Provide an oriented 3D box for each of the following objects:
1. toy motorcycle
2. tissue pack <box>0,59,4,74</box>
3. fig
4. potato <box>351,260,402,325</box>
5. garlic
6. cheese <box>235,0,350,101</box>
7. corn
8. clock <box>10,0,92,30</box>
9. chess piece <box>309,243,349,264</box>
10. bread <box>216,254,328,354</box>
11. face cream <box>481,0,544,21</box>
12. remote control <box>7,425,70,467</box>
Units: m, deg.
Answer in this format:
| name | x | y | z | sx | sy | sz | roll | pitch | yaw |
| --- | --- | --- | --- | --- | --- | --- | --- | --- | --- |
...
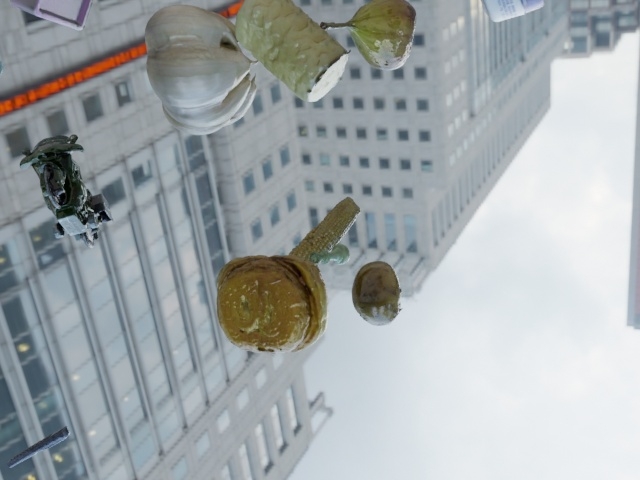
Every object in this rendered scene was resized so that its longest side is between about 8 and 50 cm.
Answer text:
| name | x | y | z | sx | sy | sz | roll | pitch | yaw |
| --- | --- | --- | --- | --- | --- | --- | --- | --- | --- |
| toy motorcycle | -0.498 | -0.100 | 1.654 | 0.124 | 0.275 | 0.187 | -15 | -116 | -3 |
| tissue pack | -0.479 | -0.231 | 1.134 | 0.074 | 0.059 | 0.094 | -7 | -143 | 2 |
| fig | 0.118 | -0.452 | 1.812 | 0.143 | 0.160 | 0.230 | 26 | -160 | 27 |
| potato | 0.150 | 0.140 | 2.240 | 0.137 | 0.176 | 0.137 | -17 | 165 | -5 |
| garlic | -0.212 | -0.297 | 1.524 | 0.203 | 0.281 | 0.185 | -2 | -137 | 9 |
| cheese | -0.046 | -0.295 | 1.272 | 0.094 | 0.167 | 0.123 | -45 | 173 | -13 |
| corn | 0.000 | 0.000 | 2.285 | 0.288 | 0.086 | 0.086 | -49 | -144 | -6 |
| clock | -0.456 | -0.488 | 1.494 | 0.063 | 0.197 | 0.150 | 23 | -171 | 16 |
| chess piece | 0.014 | 0.033 | 1.668 | 0.042 | 0.042 | 0.093 | 17 | -162 | 41 |
| bread | -0.101 | 0.126 | 1.648 | 0.236 | 0.198 | 0.120 | -2 | -169 | 24 |
| face cream | 0.326 | -0.506 | 1.526 | 0.111 | 0.206 | 0.206 | -15 | -158 | 19 |
| remote control | -0.638 | 0.469 | 1.908 | 0.152 | 0.027 | 0.043 | -29 | -172 | 1 |
